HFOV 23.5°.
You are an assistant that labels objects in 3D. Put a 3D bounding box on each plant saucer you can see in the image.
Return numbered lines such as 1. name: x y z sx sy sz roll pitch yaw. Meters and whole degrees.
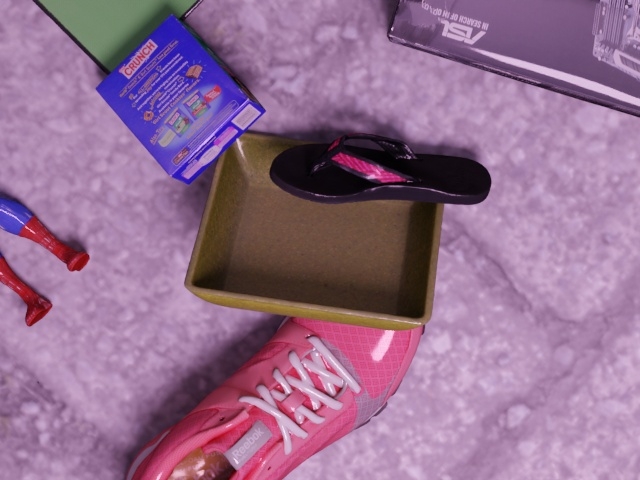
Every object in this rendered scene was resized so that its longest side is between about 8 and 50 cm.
1. plant saucer: 0.000 0.000 1.228 0.188 0.188 0.045 8 135 3

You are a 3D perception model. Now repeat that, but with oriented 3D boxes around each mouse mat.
1. mouse mat: -0.156 -0.248 1.281 0.190 0.007 0.152 -44 91 6

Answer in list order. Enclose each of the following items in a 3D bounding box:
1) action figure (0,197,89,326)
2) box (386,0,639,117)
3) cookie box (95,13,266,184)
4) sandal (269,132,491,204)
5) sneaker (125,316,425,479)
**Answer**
1. action figure: -0.328 -0.045 1.245 0.280 0.139 0.091 38 94 2
2. box: 0.232 -0.231 1.225 0.308 0.076 0.242 18 94 1
3. cookie box: -0.114 -0.115 1.254 0.092 0.040 0.107 -43 69 6
4. sandal: 0.049 -0.062 1.232 0.179 0.067 0.040 2 134 -3
5. sneaker: -0.034 0.147 1.237 0.314 0.136 0.116 -43 92 5
